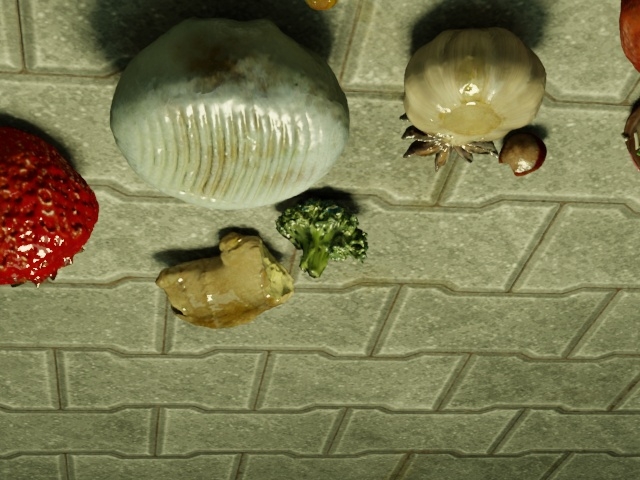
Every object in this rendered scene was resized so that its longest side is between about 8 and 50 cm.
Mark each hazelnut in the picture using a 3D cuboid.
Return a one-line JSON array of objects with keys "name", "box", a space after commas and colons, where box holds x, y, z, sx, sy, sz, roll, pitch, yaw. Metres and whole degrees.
[{"name": "hazelnut", "box": [0.356, -0.151, 1.943, 0.086, 0.086, 0.086, -3, 148, -2]}]

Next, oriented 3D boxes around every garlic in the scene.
[{"name": "garlic", "box": [0.239, -0.244, 1.698, 0.228, 0.152, 0.228, -2, 157, -1]}]

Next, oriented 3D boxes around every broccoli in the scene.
[{"name": "broccoli", "box": [0.000, 0.000, 2.063, 0.167, 0.160, 0.154, 40, 148, -25]}]

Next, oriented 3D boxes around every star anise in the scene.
[{"name": "star anise", "box": [0.221, -0.192, 1.870, 0.195, 0.065, 0.182, -12, 143, 21]}]

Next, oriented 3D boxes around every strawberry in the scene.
[{"name": "strawberry", "box": [-0.517, -0.060, 1.846, 0.257, 0.257, 0.277, -19, 115, 23]}]

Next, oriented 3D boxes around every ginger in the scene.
[{"name": "ginger", "box": [-0.191, 0.077, 2.201, 0.276, 0.130, 0.221, 1, 138, -6]}]

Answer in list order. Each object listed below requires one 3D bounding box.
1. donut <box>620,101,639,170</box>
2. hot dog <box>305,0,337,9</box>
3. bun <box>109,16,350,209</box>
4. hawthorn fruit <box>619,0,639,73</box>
[{"name": "donut", "box": [0.655, -0.185, 1.893, 0.270, 0.103, 0.269, -2, 147, -1]}, {"name": "hot dog", "box": [0.022, -0.404, 1.513, 0.066, 0.047, 0.215, 17, 145, -7]}, {"name": "bun", "box": [-0.138, -0.199, 1.671, 0.362, 0.211, 0.362, -4, 151, -2]}, {"name": "hawthorn fruit", "box": [0.528, -0.296, 1.598, 0.207, 0.207, 0.243, -3, 134, -2]}]
